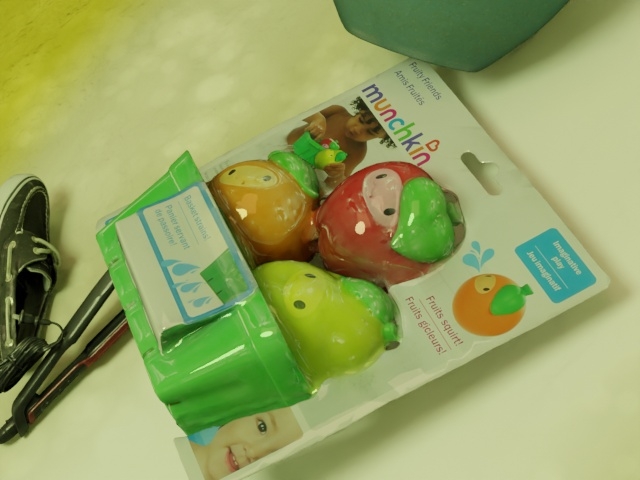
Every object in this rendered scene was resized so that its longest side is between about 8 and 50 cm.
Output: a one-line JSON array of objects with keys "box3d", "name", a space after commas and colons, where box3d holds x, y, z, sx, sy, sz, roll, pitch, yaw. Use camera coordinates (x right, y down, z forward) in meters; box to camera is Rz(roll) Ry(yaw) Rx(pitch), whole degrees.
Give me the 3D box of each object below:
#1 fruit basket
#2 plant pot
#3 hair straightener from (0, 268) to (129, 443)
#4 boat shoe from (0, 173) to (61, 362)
[{"box3d": [0.000, 0.000, 0.842, 0.353, 0.165, 0.327, -30, 50, 1], "name": "fruit basket"}, {"box3d": [0.114, -0.268, 0.922, 0.290, 0.290, 0.195, 32, 113, 38], "name": "plant pot"}, {"box3d": [-0.262, 0.100, 0.954, 0.230, 0.089, 0.047, -45, 19, 0], "name": "hair straightener"}, {"box3d": [-0.300, 0.030, 1.026, 0.070, 0.078, 0.219, -7, 64, 23], "name": "boat shoe"}]
